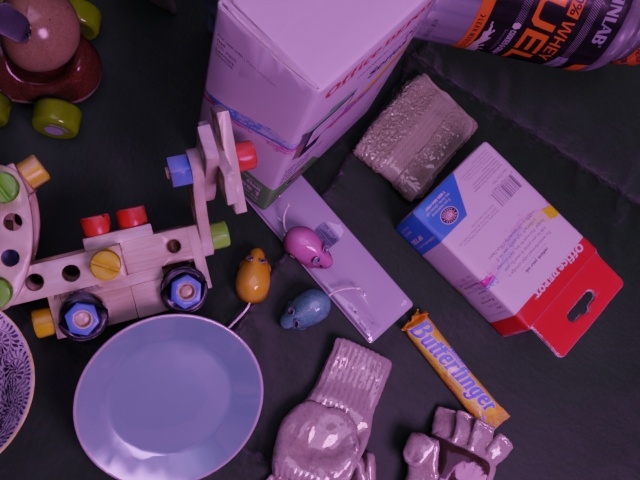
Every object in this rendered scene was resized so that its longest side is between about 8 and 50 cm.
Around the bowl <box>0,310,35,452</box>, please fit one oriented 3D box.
[{"bbox_3d":[-0.339,0.133,0.615,0.170,0.080,0.170,10,62,-21],"label":"bowl"}]

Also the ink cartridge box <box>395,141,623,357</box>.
[{"bbox_3d":[0.220,0.016,0.837,0.231,0.078,0.134,46,72,2],"label":"ink cartridge box"}]

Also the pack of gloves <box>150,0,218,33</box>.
[{"bbox_3d":[-0.136,-0.290,0.761,0.195,0.232,0.046,29,84,-5],"label":"pack of gloves"}]

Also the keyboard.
[{"bbox_3d":[0.000,0.000,0.833,0.072,0.014,0.256,-39,86,-23],"label":"keyboard"}]

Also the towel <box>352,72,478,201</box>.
[{"bbox_3d":[0.118,-0.129,0.881,0.110,0.027,0.148,40,72,1],"label":"towel"}]

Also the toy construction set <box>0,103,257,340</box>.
[{"bbox_3d":[-0.215,-0.018,0.708,0.328,0.151,0.215,-13,96,-1],"label":"toy construction set"}]

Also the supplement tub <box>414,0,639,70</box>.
[{"bbox_3d":[0.260,-0.319,0.872,0.316,0.193,0.193,8,74,-9],"label":"supplement tub"}]

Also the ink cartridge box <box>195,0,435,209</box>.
[{"bbox_3d":[-0.011,-0.177,0.728,0.117,0.278,0.201,43,67,2],"label":"ink cartridge box"}]

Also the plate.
[{"bbox_3d":[-0.151,0.160,0.722,0.188,0.024,0.188,-5,106,-19],"label":"plate"}]

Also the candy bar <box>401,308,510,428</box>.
[{"bbox_3d":[0.152,0.150,0.821,0.040,0.018,0.161,-37,86,-18],"label":"candy bar"}]

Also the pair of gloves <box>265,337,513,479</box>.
[{"bbox_3d":[0.070,0.241,0.767,0.240,0.042,0.204,33,72,-1],"label":"pair of gloves"}]

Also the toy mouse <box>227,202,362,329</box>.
[{"bbox_3d":[-0.020,0.041,0.793,0.143,0.031,0.161,13,79,-4],"label":"toy mouse"}]

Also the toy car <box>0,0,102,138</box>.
[{"bbox_3d":[-0.306,-0.216,0.730,0.149,0.188,0.155,8,74,-10],"label":"toy car"}]
